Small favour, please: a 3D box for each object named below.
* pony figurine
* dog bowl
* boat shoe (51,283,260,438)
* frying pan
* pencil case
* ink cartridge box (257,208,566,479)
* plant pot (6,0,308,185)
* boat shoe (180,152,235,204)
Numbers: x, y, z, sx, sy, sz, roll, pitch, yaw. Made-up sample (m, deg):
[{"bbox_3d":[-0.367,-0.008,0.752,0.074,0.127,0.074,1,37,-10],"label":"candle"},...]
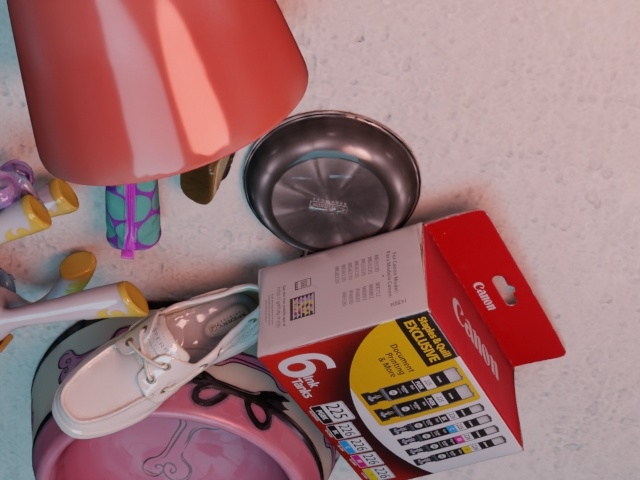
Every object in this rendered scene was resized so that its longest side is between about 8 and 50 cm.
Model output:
[{"bbox_3d":[-0.428,0.057,1.747,0.363,0.303,0.351,-28,136,14],"label":"pony figurine"},{"bbox_3d":[-0.173,0.269,1.975,0.408,0.150,0.408,3,132,3],"label":"dog bowl"},{"bbox_3d":[-0.180,0.122,1.787,0.098,0.277,0.096,53,159,12],"label":"boat shoe"},{"bbox_3d":[-0.024,-0.015,1.772,0.197,0.053,0.326,28,126,-19],"label":"frying pan"},{"bbox_3d":[-0.206,-0.057,1.730,0.064,0.070,0.152,2,134,-2],"label":"pencil case"},{"bbox_3d":[0.115,0.129,1.804,0.272,0.130,0.309,-17,138,19],"label":"ink cartridge box"},{"bbox_3d":[-0.170,-0.221,1.463,0.275,0.275,0.243,-10,119,14],"label":"plant pot"},{"bbox_3d":[-0.116,-0.105,1.692,0.056,0.049,0.152,27,136,5],"label":"boat shoe"}]
